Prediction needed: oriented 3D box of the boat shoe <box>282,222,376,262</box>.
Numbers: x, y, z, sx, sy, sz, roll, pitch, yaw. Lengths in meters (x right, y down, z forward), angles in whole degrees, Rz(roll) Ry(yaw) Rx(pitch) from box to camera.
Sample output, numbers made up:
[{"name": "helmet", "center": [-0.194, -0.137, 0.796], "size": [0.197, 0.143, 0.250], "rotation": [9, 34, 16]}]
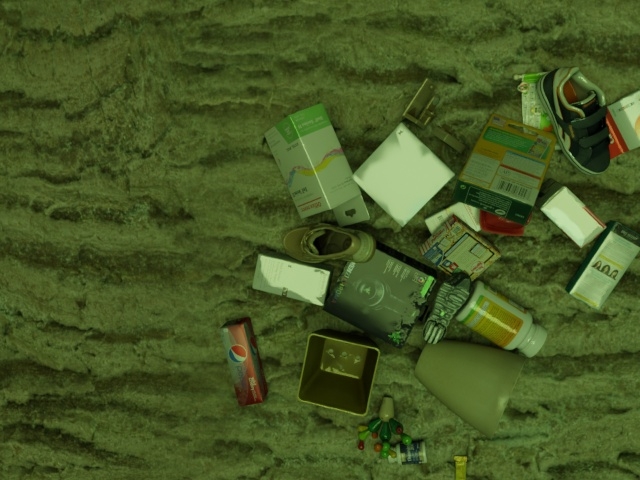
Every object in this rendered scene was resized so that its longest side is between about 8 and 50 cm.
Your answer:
[{"name": "boat shoe", "center": [0.000, 0.000, 1.834], "size": [0.341, 0.110, 0.122], "rotation": [0, 79, 43]}]

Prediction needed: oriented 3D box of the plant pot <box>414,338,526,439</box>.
[{"name": "plant pot", "center": [0.426, 0.403, 1.859], "size": [0.273, 0.256, 0.257], "rotation": [23, 102, 22]}]

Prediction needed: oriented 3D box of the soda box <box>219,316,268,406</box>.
[{"name": "soda box", "center": [-0.242, 0.386, 2.011], "size": [0.083, 0.092, 0.264], "rotation": [-13, 97, 9]}]

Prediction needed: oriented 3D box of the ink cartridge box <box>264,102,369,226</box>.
[{"name": "ink cartridge box", "center": [-0.012, -0.189, 1.821], "size": [0.119, 0.207, 0.354], "rotation": [-26, 95, -26]}]

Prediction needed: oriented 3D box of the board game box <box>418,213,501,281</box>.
[{"name": "board game box", "center": [0.406, 0.033, 1.834], "size": [0.193, 0.045, 0.147], "rotation": [34, 113, -24]}]

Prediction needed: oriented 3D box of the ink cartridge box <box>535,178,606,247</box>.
[{"name": "ink cartridge box", "center": [0.676, -0.080, 1.740], "size": [0.158, 0.218, 0.092], "rotation": [44, 107, 0]}]

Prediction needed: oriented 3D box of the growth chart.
[{"name": "growth chart", "center": [0.652, -0.370, 1.800], "size": [0.171, 0.021, 0.238], "rotation": [-9, 98, 9]}]

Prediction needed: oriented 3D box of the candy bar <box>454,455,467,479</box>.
[{"name": "candy bar", "center": [0.445, 0.762, 2.006], "size": [0.040, 0.018, 0.162], "rotation": [0, 99, 12]}]

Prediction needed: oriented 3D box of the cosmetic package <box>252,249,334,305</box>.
[{"name": "cosmetic package", "center": [-0.084, 0.114, 1.951], "size": [0.230, 0.085, 0.118], "rotation": [13, 101, 8]}]

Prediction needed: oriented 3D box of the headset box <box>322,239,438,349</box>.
[{"name": "headset box", "center": [0.188, 0.154, 1.892], "size": [0.282, 0.131, 0.247], "rotation": [27, 102, 3]}]

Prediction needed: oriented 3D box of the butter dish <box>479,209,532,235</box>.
[{"name": "butter dish", "center": [0.539, -0.100, 1.773], "size": [0.160, 0.118, 0.160], "rotation": [7, 81, -21]}]

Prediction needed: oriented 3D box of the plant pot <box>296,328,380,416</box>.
[{"name": "plant pot", "center": [0.062, 0.376, 1.916], "size": [0.212, 0.187, 0.212], "rotation": [12, 100, 6]}]

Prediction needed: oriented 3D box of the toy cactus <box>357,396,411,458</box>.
[{"name": "toy cactus", "center": [0.193, 0.581, 1.962], "size": [0.112, 0.219, 0.181], "rotation": [17, 68, -26]}]

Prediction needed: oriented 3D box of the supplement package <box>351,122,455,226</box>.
[{"name": "supplement package", "center": [0.231, -0.188, 1.765], "size": [0.199, 0.262, 0.198], "rotation": [44, 102, 0]}]

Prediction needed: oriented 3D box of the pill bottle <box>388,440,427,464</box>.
[{"name": "pill bottle", "center": [0.274, 0.672, 1.991], "size": [0.120, 0.067, 0.067], "rotation": [-8, 97, 9]}]

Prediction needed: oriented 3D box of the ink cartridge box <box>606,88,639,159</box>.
[{"name": "ink cartridge box", "center": [0.853, -0.323, 1.766], "size": [0.179, 0.045, 0.146], "rotation": [-28, 93, 9]}]

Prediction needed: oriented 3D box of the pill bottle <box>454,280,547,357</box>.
[{"name": "pill bottle", "center": [0.531, 0.236, 1.851], "size": [0.245, 0.136, 0.136], "rotation": [32, 102, 2]}]

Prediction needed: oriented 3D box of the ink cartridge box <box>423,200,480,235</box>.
[{"name": "ink cartridge box", "center": [0.409, -0.061, 1.861], "size": [0.181, 0.061, 0.104], "rotation": [-28, 96, 12]}]

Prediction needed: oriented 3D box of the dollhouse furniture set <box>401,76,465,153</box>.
[{"name": "dollhouse furniture set", "center": [0.349, -0.352, 1.784], "size": [0.151, 0.144, 0.123], "rotation": [42, 104, 38]}]

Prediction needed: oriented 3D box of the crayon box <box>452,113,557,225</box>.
[{"name": "crayon box", "center": [0.512, -0.201, 1.730], "size": [0.203, 0.323, 0.083], "rotation": [22, 141, 15]}]

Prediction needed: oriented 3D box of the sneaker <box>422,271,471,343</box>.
[{"name": "sneaker", "center": [0.364, 0.193, 1.878], "size": [0.086, 0.132, 0.229], "rotation": [31, 90, 3]}]

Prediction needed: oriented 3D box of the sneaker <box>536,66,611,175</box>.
[{"name": "sneaker", "center": [0.712, -0.322, 1.714], "size": [0.126, 0.127, 0.321], "rotation": [-36, 98, -16]}]

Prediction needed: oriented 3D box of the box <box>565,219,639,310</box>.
[{"name": "box", "center": [0.820, 0.071, 1.821], "size": [0.100, 0.060, 0.244], "rotation": [30, 102, 3]}]
